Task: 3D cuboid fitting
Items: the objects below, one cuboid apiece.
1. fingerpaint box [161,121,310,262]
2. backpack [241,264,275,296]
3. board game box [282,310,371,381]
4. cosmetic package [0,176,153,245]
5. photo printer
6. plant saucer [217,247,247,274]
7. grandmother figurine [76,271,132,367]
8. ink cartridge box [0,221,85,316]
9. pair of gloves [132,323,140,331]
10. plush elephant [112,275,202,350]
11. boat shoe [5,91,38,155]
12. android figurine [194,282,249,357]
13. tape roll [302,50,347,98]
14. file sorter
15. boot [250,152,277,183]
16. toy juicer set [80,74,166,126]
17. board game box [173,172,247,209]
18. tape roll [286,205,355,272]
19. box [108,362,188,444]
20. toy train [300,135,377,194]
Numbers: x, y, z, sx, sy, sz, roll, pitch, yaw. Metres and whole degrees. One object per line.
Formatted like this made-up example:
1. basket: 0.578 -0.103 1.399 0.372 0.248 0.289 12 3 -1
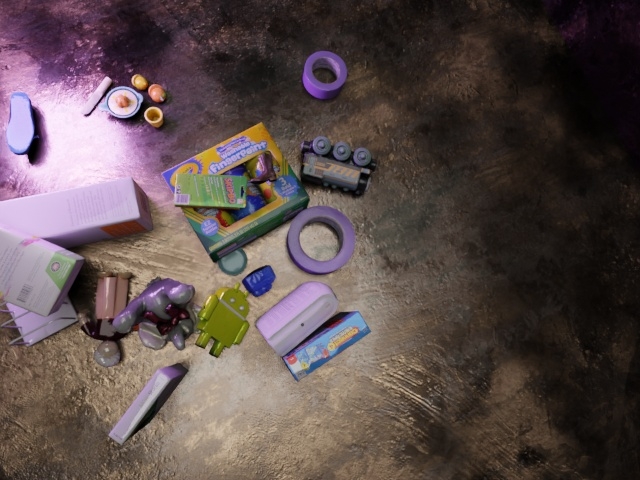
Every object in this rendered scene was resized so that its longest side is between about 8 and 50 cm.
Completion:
1. fingerpaint box: -0.325 -0.192 1.717 0.444 0.163 0.371 -30 81 -13
2. backpack: -0.234 0.157 1.713 0.120 0.098 0.101 -33 95 -26
3. board game box: 0.004 0.376 1.597 0.301 0.308 0.086 -31 86 -12
4. cosmetic package: -0.877 -0.084 1.588 0.452 0.230 0.162 -13 83 -10
5. photo printer: -0.085 0.274 1.634 0.307 0.256 0.107 -38 106 -14
6. plant saucer: -0.352 0.080 1.744 0.119 0.021 0.120 2 79 -9
7. grandmother figurine: -0.777 0.289 1.597 0.207 0.104 0.343 0 79 -15
8. ink cartridge box: -0.982 0.074 1.387 0.353 0.119 0.207 28 86 -14
9. pair of gloves: -0.685 0.297 1.630 0.010 0.074 0.084 -7 88 35
10. plush elephant: -0.546 0.283 1.570 0.271 0.330 0.256 -28 108 -11
11. boat shoe: -1.146 -0.443 1.691 0.108 0.089 0.259 4 73 -21
12. android figurine: -0.353 0.288 1.618 0.056 0.248 0.273 8 57 35
13. tape roll: 0.018 -0.730 1.927 0.188 0.080 0.189 2 79 -8
14. file sorter: -1.033 0.206 1.538 0.192 0.173 0.278 -29 84 -13
15. boot: -0.224 -0.273 1.645 0.106 0.037 0.114 -10 79 -24
16. toy juicer set: -0.792 -0.592 1.769 0.328 0.089 0.210 9 78 -7
17. board game box: -0.401 -0.181 1.605 0.259 0.039 0.124 2 78 -2
18. tape roll: 0.000 0.000 1.780 0.274 0.090 0.275 2 78 -9
19. box: -0.565 0.535 1.471 0.058 0.322 0.232 35 77 2
20. toy train: 0.069 -0.312 1.834 0.333 0.142 0.191 14 90 -8
